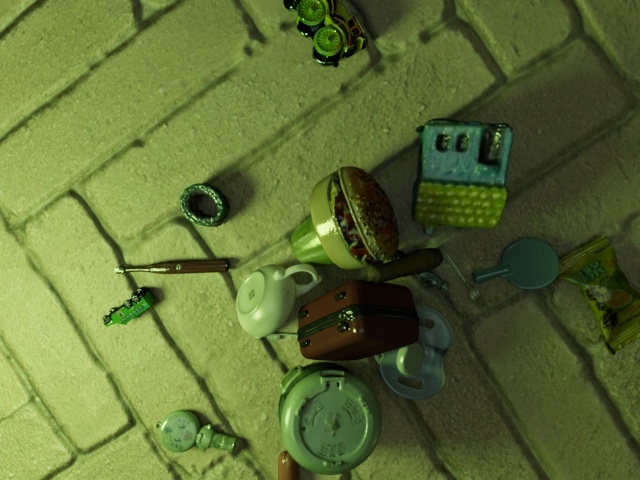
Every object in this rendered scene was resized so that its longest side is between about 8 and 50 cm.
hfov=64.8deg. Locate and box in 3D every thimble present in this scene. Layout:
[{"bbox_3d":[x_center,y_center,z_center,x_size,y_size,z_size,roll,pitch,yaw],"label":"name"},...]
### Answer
[{"bbox_3d":[-0.338,-0.106,1.485,0.135,0.090,0.118,29,97,2],"label":"thimble"}]

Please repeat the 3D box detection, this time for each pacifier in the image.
[{"bbox_3d":[0.246,0.319,1.407,0.227,0.207,0.279,11,96,16],"label":"pacifier"}]

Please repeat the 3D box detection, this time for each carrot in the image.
[{"bbox_3d":[0.232,0.066,1.339,0.070,0.342,0.070,8,103,40],"label":"carrot"}]

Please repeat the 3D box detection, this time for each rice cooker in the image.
[{"bbox_3d":[0.014,0.482,1.408,0.288,0.277,0.289,1,84,-8],"label":"rice cooker"}]

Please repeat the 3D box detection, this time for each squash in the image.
[{"bbox_3d":[0.000,0.000,1.435,0.122,0.170,0.170,-25,92,27],"label":"squash"}]

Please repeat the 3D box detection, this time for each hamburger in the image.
[{"bbox_3d":[0.104,-0.059,1.349,0.176,0.300,0.300,-22,92,23],"label":"hamburger"}]

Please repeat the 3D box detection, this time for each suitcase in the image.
[{"bbox_3d":[0.095,0.221,1.346,0.236,0.297,0.161,11,61,-33],"label":"suitcase"}]

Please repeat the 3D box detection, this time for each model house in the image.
[{"bbox_3d":[0.367,-0.164,1.360,0.237,0.215,0.303,5,100,5],"label":"model house"}]

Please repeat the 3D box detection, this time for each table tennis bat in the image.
[{"bbox_3d":[0.551,0.078,1.432,0.237,0.038,0.149,-17,75,11],"label":"table tennis bat"}]

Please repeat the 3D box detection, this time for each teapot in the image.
[{"bbox_3d":[-0.133,0.166,1.439,0.299,0.208,0.166,-34,121,20],"label":"teapot"}]

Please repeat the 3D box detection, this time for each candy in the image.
[{"bbox_3d":[0.794,0.147,1.398,0.187,0.081,0.297,-33,86,6],"label":"candy"}]

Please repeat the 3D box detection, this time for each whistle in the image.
[{"bbox_3d":[-0.388,0.602,1.564,0.258,0.067,0.126,14,84,0],"label":"whistle"}]

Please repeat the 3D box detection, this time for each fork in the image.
[{"bbox_3d":[0.412,0.105,1.461,0.034,0.028,0.219,-34,91,11],"label":"fork"}]

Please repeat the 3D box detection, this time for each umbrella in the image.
[{"bbox_3d":[0.288,0.092,1.467,0.188,0.046,0.050,32,121,0],"label":"umbrella"}]

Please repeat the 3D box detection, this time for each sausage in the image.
[{"bbox_3d":[-0.100,0.722,1.545,0.062,0.062,0.154,0,94,6],"label":"sausage"}]

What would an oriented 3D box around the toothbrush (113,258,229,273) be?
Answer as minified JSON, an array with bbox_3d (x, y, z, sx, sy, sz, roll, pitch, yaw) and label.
[{"bbox_3d":[-0.456,0.083,1.539,0.363,0.041,0.041,-2,94,6],"label":"toothbrush"}]

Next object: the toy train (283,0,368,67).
[{"bbox_3d":[0.005,-0.633,1.407,0.160,0.100,0.296,-30,91,0],"label":"toy train"}]

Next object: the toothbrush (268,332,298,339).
[{"bbox_3d":[-0.034,0.290,1.525,0.257,0.018,0.024,-2,97,6],"label":"toothbrush"}]

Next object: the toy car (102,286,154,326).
[{"bbox_3d":[-0.591,0.212,1.549,0.165,0.071,0.062,-35,105,7],"label":"toy car"}]
